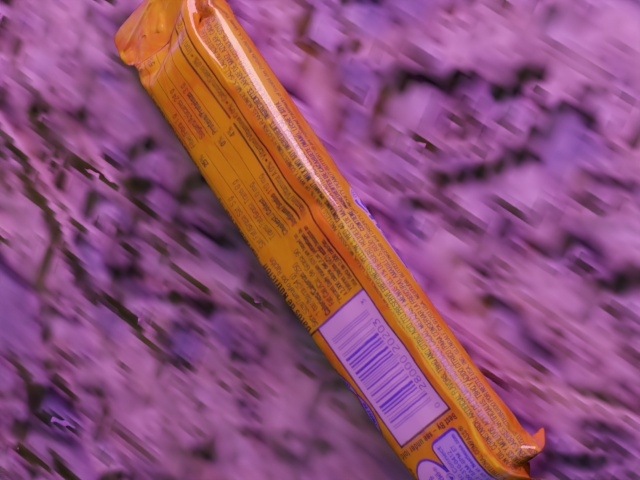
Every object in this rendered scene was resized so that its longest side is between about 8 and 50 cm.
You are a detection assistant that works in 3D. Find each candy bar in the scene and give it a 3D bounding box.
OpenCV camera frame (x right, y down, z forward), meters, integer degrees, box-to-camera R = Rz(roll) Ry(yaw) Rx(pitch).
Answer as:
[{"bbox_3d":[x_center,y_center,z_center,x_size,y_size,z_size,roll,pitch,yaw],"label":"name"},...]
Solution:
[{"bbox_3d":[0.000,0.000,0.478,0.161,0.018,0.040,55,130,9],"label":"candy bar"}]
